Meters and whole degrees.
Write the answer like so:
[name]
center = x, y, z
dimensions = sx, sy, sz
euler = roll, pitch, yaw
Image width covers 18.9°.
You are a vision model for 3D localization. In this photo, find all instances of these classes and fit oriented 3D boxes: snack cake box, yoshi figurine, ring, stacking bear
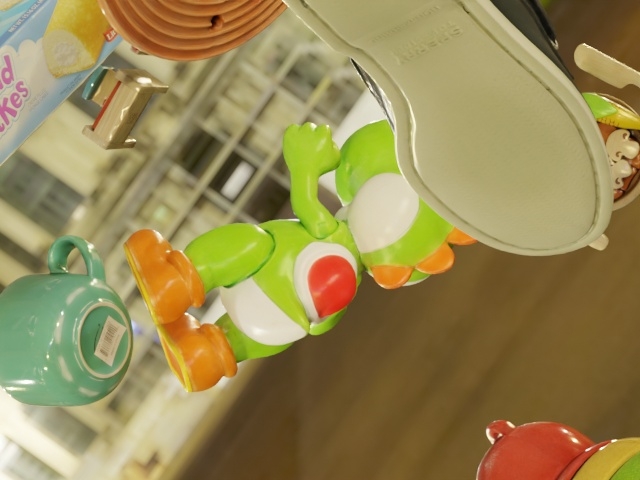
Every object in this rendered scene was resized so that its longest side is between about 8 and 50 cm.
[snack cake box]
center = -0.295, -0.162, 1.701
dimensions = 0.152, 0.089, 0.264
euler = 16, 57, 41
[yoshi figurine]
center = -0.006, -0.007, 1.890
dimensions = 0.362, 0.203, 0.203
euler = -23, -10, -6
[ring]
center = -0.066, -0.295, 1.433
dimensions = 0.336, 0.032, 0.336
euler = -40, -36, -37
[stacking bear]
center = 0.229, 0.217, 1.406
dimensions = 0.164, 0.175, 0.289
euler = -45, 38, -21

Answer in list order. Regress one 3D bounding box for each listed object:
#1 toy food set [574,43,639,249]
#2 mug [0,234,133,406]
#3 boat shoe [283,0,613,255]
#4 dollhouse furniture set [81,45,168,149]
[toy food set]
center = 0.270, -0.088, 1.939
dimensions = 0.038, 0.132, 0.192
euler = -29, -37, -62
[mug]
center = -0.247, 0.084, 1.863
dimensions = 0.097, 0.157, 0.129
euler = -2, 16, 38
[boat shoe]
center = 0.075, -0.122, 1.132
dimensions = 0.127, 0.340, 0.113
euler = -22, 44, 30
[dollhouse furniture set]
center = -0.235, -0.210, 2.084
dimensions = 0.183, 0.129, 0.129
euler = -59, -15, 14
